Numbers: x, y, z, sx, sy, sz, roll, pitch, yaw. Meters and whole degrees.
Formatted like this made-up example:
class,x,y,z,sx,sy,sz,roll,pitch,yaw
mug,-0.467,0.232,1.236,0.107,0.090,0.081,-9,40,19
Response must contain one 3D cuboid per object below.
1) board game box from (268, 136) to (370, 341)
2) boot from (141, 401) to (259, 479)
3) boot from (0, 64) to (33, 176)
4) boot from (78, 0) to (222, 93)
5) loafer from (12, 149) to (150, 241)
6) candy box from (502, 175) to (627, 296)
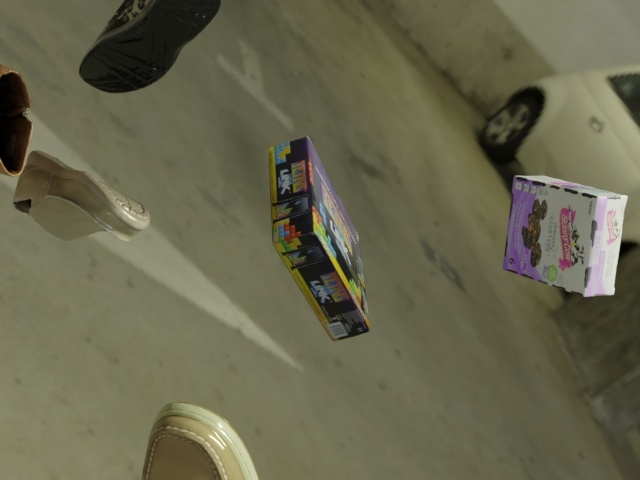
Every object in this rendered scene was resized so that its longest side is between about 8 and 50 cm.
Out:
class,x,y,z,sx,sy,sz,roll,pitch,yaw
board game box,0.000,0.000,1.173,0.170,0.048,0.141,61,19,-45
boot,-0.105,0.219,0.663,0.077,0.213,0.165,15,29,20
boot,-0.432,-0.110,1.382,0.220,0.283,0.109,19,27,32
boot,-0.194,-0.294,1.343,0.085,0.236,0.178,30,45,-31
loafer,-0.317,-0.041,1.460,0.102,0.092,0.268,33,-7,-40
candy box,0.396,-0.011,1.831,0.070,0.164,0.196,-2,13,-33
